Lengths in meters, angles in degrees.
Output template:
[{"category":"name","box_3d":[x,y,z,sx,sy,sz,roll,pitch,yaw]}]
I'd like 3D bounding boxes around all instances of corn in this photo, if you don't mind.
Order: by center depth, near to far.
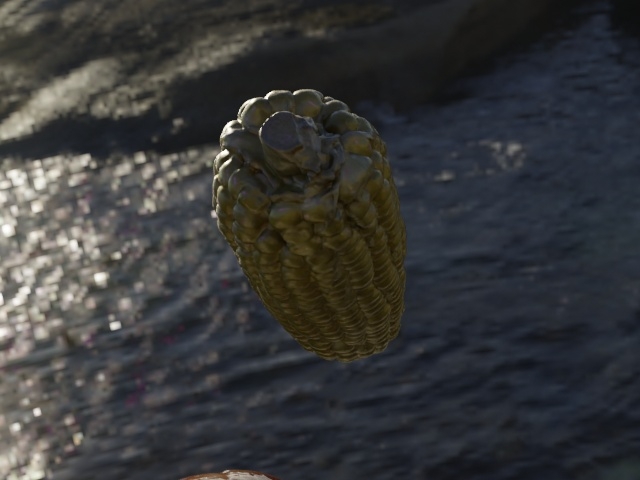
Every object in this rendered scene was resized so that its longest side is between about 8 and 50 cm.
[{"category":"corn","box_3d":[0.000,0.000,1.008,0.130,0.347,0.130,-3,66,6]}]

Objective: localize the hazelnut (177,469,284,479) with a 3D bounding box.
[{"category":"hazelnut","box_3d":[-0.067,0.309,1.138,0.229,0.229,0.229,-8,22,3]}]
